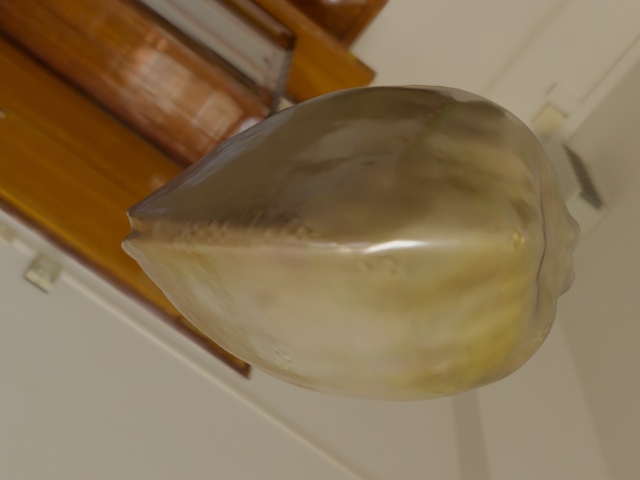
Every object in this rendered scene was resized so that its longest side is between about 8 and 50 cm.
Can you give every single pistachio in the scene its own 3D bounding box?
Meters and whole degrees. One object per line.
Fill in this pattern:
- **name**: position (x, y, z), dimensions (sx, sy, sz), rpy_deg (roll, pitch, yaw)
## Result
- **pistachio**: position (0.000, 0.000, 0.597), dimensions (0.260, 0.213, 0.162), rpy_deg (-2, -100, 32)
